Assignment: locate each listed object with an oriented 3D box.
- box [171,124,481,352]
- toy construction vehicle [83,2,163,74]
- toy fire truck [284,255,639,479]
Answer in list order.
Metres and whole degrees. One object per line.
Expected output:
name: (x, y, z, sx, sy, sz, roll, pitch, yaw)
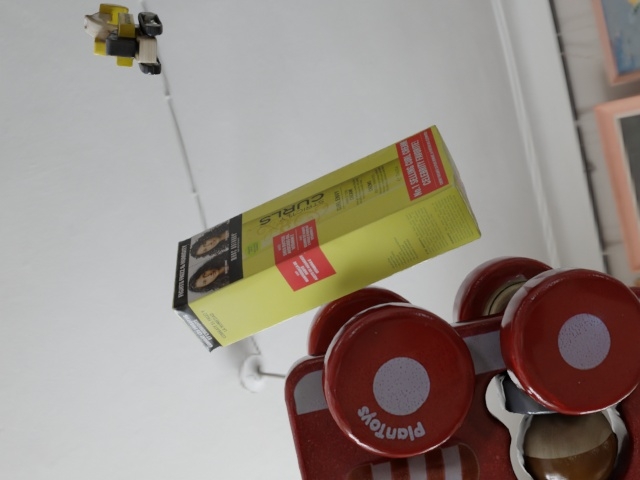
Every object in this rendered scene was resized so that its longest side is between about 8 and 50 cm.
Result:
box: (0.000, 0.000, 0.656, 0.058, 0.232, 0.087, 57, -163, -36)
toy construction vehicle: (-0.094, -0.129, 0.408, 0.035, 0.098, 0.086, -1, -62, -18)
toy fire truck: (0.123, 0.152, 0.636, 0.302, 0.169, 0.254, -11, -86, -6)
